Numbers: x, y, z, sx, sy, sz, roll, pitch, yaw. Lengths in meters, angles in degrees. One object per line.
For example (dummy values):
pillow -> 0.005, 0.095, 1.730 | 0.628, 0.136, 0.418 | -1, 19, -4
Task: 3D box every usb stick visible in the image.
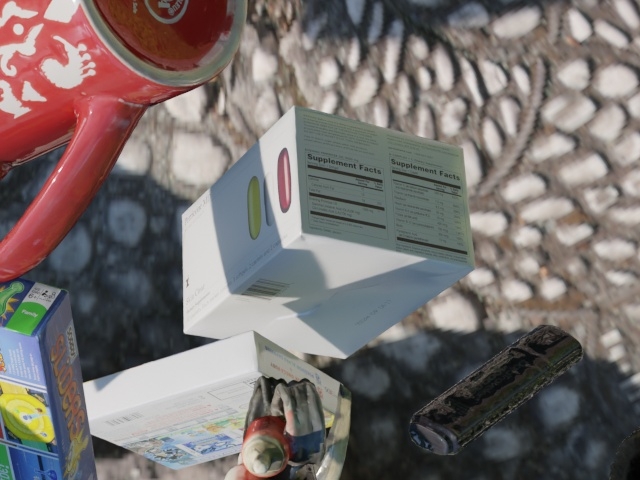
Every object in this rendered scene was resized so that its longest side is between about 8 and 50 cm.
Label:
usb stick -> 0.214, 0.177, 1.879 | 0.278, 0.077, 0.045 | -29, 131, -40

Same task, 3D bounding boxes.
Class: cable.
cable -> -0.045, 0.140, 1.144 | 0.072, 0.287, 0.139 | 4, 105, -10

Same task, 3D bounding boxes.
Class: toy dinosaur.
toy dinosaur -> -0.002, 0.263, 1.367 | 0.118, 0.064, 0.268 | 34, 113, 8

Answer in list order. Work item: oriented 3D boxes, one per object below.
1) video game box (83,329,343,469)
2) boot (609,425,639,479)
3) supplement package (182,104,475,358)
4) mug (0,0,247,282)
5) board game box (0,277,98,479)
video game box -> -0.104, 0.157, 1.501 | 0.205, 0.048, 0.187 | -18, 150, 21
boot -> 0.312, 0.166, 1.133 | 0.207, 0.094, 0.246 | 29, 74, -33
supplement package -> 0.000, 0.000, 1.625 | 0.204, 0.145, 0.262 | 12, 150, -27
mug -> -0.113, -0.072, 0.653 | 0.169, 0.113, 0.150 | -14, 102, 42
board game box -> -0.190, 0.090, 0.829 | 0.136, 0.035, 0.201 | 15, 136, 14
